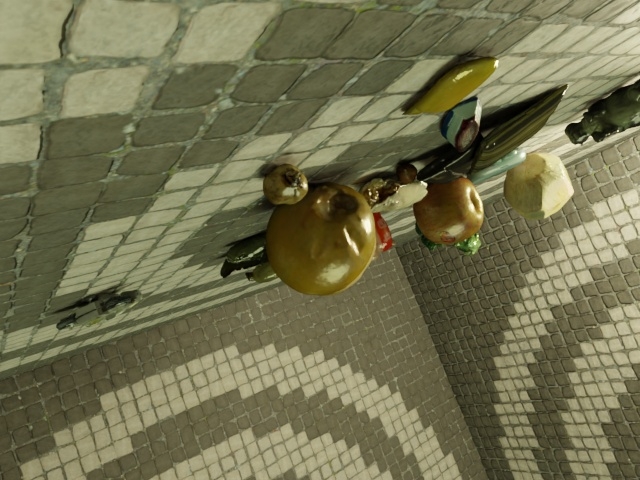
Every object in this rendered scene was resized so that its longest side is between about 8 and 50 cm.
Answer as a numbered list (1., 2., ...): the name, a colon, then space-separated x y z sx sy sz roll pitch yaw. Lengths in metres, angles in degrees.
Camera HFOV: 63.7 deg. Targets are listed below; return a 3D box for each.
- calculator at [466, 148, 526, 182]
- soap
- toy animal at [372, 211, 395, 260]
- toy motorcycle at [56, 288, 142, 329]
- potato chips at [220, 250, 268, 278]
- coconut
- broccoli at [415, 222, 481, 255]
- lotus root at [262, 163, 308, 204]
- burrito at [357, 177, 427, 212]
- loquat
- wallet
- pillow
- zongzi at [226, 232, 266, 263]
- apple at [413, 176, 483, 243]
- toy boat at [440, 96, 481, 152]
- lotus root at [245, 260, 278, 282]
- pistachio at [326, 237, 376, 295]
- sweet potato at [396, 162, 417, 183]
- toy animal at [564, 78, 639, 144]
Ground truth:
1. calculator: 0.567 -0.236 1.669 0.185 0.041 0.299 -22 174 5
2. soap: 0.187 -0.215 0.750 0.089 0.033 0.168 -16 172 -22
3. toy animal: 0.137 -0.010 1.671 0.197 0.171 0.171 -22 173 29
4. toy motorcycle: -0.579 0.184 1.371 0.228 0.074 0.151 -25 175 13
5. potato chips: -0.194 0.050 1.457 0.209 0.026 0.142 -31 -155 -2
6. coconut: 0.764 -0.190 1.817 0.236 0.237 0.197 -19 -146 -18
7. broccoli: 0.496 -0.054 1.949 0.270 0.270 0.270 -44 -171 8
8. lotus root: -0.058 -0.092 0.848 0.072 0.063 0.152 10 170 -17
9. burrito: 0.191 -0.121 1.321 0.117 0.076 0.392 -31 171 25
10. loquat: 0.000 0.000 1.069 0.243 0.244 0.244 -21 173 -3
11. wallet: 0.347 -0.191 1.285 0.170 0.044 0.321 -36 168 21
12. pillow: 0.424 -0.235 1.129 0.208 0.052 0.212 -36 167 1
13. zongzi: -0.182 0.014 1.346 0.109 0.055 0.119 -13 158 -44
14. apple: 0.395 -0.093 1.592 0.188 0.211 0.211 -23 173 35
15. toy boat: 0.272 -0.213 0.989 0.080 0.046 0.229 -26 171 7
16. lotus root: -0.192 0.114 1.944 0.183 0.077 0.090 -23 172 1
17. pistachio: 0.009 0.021 1.326 0.230 0.230 0.309 -15 166 -40
18. sweet potato: 0.196 -0.154 1.172 0.049 0.049 0.117 -23 176 13
19. toy animal: 0.747 -0.321 1.330 0.168 0.106 0.343 -27 180 -9
